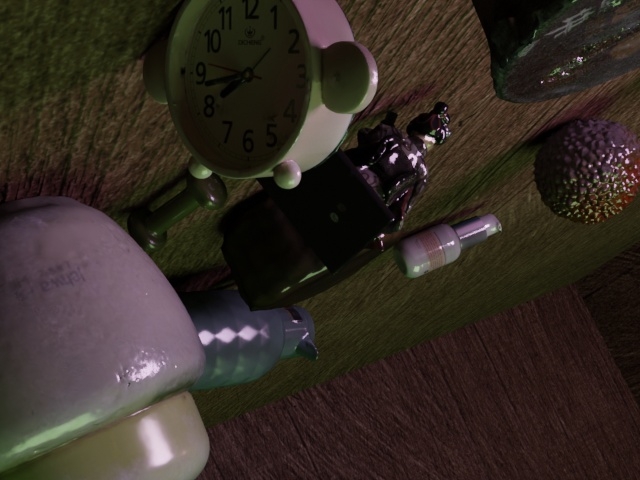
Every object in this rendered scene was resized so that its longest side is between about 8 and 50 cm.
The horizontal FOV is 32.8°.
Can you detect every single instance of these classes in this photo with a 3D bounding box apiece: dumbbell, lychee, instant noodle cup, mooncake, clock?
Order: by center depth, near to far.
[{"bbox_3d":[0.159,-0.223,0.660,0.217,0.207,0.217,-23,167,-5],"label":"instant noodle cup"},{"bbox_3d":[-0.043,-0.120,0.804,0.229,0.156,0.063,7,-168,41],"label":"clock"},{"bbox_3d":[-0.154,-0.033,1.164,0.118,0.052,0.046,-32,-167,28],"label":"dumbbell"},{"bbox_3d":[-0.013,-0.003,1.394,0.228,0.124,0.228,-28,170,-5],"label":"mooncake"},{"bbox_3d":[0.406,-0.105,1.661,0.165,0.165,0.197,-22,173,-13],"label":"lychee"}]

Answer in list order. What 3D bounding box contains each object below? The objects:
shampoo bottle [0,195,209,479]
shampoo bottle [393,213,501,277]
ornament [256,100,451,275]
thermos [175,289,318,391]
[{"bbox_3d":[-0.277,0.133,1.051,0.322,0.317,0.322,-26,177,-1],"label":"shampoo bottle"},{"bbox_3d":[0.225,0.002,1.933,0.192,0.074,0.074,-24,167,-13],"label":"shampoo bottle"},{"bbox_3d":[0.066,-0.087,1.214,0.196,0.166,0.153,-34,175,-32],"label":"ornament"},{"bbox_3d":[-0.148,0.135,1.593,0.286,0.182,0.145,-2,120,-41],"label":"thermos"}]
